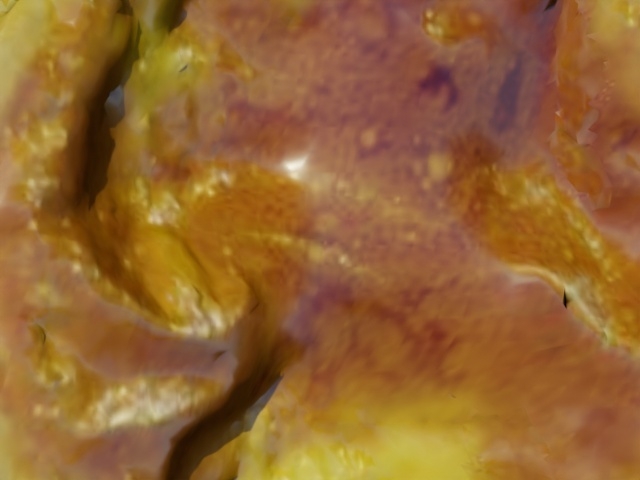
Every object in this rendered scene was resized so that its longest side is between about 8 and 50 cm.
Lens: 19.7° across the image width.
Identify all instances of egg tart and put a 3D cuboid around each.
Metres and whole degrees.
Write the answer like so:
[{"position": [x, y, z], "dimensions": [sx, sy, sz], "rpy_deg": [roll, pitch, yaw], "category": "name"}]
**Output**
[{"position": [0.000, 0.000, 0.749], "dimensions": [0.443, 0.443, 0.178], "rpy_deg": [32, 167, -25], "category": "egg tart"}]
